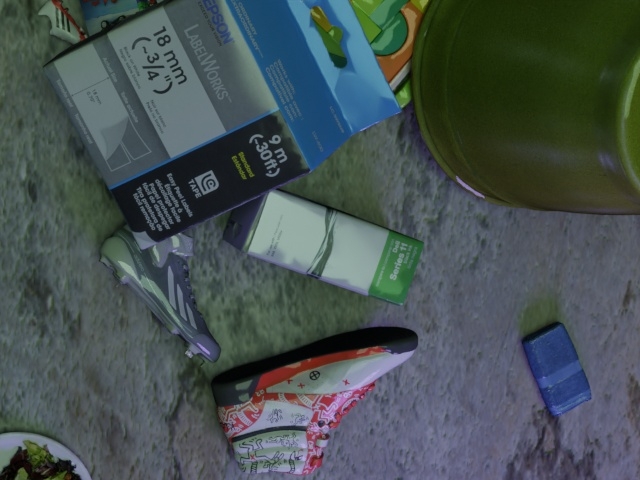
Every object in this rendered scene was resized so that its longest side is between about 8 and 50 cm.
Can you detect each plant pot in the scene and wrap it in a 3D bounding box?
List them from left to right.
[{"bbox_3d":[0.348,-0.176,1.588,0.366,0.353,0.366,-7,107,-22],"label":"plant pot"}]

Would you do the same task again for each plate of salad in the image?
[{"bbox_3d":[-0.376,0.335,1.675,0.200,0.048,0.199,-2,97,-13],"label":"plate of salad"}]

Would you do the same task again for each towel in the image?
[{"bbox_3d":[0.317,0.172,1.830,0.067,0.029,0.119,-25,103,-9],"label":"towel"}]

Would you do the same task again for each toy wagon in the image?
[{"bbox_3d":[0.027,-0.276,1.678,0.267,0.068,0.344,42,86,-15],"label":"toy wagon"}]

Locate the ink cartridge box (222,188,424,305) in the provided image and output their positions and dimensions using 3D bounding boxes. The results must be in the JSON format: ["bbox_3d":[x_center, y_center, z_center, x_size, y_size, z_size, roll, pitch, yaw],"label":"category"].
[{"bbox_3d":[0.000,0.000,1.666,0.208,0.153,0.086,19,92,-16],"label":"ink cartridge box"}]

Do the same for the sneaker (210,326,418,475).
[{"bbox_3d":[0.006,0.208,1.730,0.270,0.090,0.145,-16,102,-8],"label":"sneaker"}]

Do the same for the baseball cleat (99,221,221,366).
[{"bbox_3d":[-0.174,0.056,1.674,0.109,0.072,0.206,-46,109,-11],"label":"baseball cleat"}]

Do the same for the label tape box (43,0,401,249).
[{"bbox_3d":[-0.108,-0.172,1.549,0.334,0.106,0.240,-24,104,11],"label":"label tape box"}]

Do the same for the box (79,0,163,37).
[{"bbox_3d":[-0.153,-0.246,1.613,0.233,0.044,0.159,-13,100,8],"label":"box"}]

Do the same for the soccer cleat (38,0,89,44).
[{"bbox_3d":[-0.302,-0.249,1.624,0.036,0.029,0.083,-35,101,2],"label":"soccer cleat"}]
